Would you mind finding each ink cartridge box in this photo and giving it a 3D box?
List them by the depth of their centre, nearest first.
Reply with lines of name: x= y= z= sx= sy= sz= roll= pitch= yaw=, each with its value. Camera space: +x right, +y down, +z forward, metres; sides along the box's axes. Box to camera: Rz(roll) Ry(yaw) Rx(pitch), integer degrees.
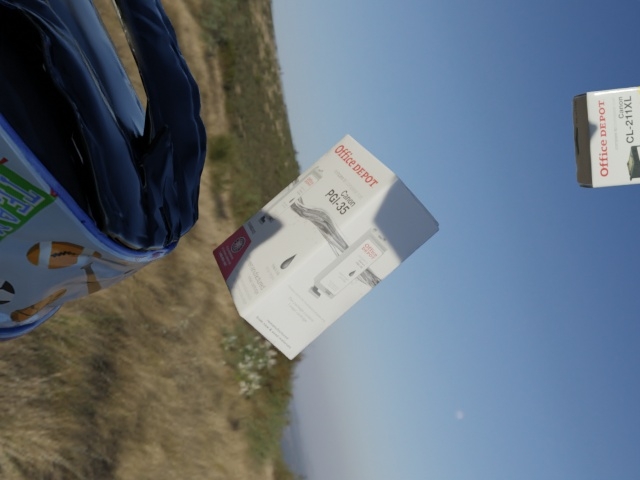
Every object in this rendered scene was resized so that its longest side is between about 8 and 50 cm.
ink cartridge box: x=0.432 y=-0.139 z=0.960 sx=0.072 sy=0.175 sz=0.128 roll=-55 pitch=139 yaw=-81
ink cartridge box: x=0.000 y=0.000 z=1.059 sx=0.117 sy=0.283 sz=0.207 roll=47 pitch=3 yaw=-31

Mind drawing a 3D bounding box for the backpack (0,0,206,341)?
backpack: x=-0.190 y=-0.078 z=0.379 sx=0.263 sy=0.213 sz=0.276 roll=56 pitch=10 yaw=3
